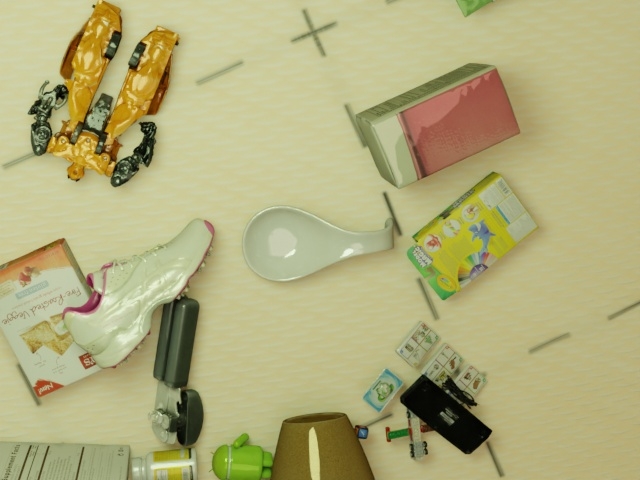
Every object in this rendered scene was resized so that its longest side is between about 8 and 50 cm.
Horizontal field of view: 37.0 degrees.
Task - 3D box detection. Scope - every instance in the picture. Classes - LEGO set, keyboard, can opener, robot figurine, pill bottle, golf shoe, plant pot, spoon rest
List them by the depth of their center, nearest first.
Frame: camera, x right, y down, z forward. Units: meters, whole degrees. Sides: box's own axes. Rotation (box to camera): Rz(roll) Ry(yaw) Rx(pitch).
[{"bbox_3d":[-0.352,-0.233,1.578,0.211,0.085,0.291,23,97,-12],"label":"robot figurine"},{"bbox_3d":[-0.303,0.065,1.606,0.140,0.115,0.306,43,72,-16],"label":"golf shoe"},{"bbox_3d":[0.000,0.000,1.683,0.277,0.084,0.137,-5,102,-9],"label":"spoon rest"},{"bbox_3d":[-0.254,0.231,1.708,0.093,0.074,0.280,-5,107,-43],"label":"can opener"},{"bbox_3d":[0.004,0.444,1.719,0.237,0.237,0.254,-5,88,-8],"label":"plant pot"},{"bbox_3d":[-0.282,0.413,1.734,0.116,0.065,0.065,-3,102,-8],"label":"pill bottle"},{"bbox_3d":[-0.146,0.408,1.753,0.115,0.067,0.101,4,109,-9],"label":"robot figurine"},{"bbox_3d":[0.243,0.314,1.788,0.192,0.038,0.100,41,105,-19],"label":"keyboard"},{"bbox_3d":[0.171,0.298,1.800,0.182,0.060,0.244,42,81,-14],"label":"LEGO set"}]

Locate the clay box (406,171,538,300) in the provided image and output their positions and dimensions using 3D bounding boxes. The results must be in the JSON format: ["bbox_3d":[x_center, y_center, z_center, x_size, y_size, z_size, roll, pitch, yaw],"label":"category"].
[{"bbox_3d":[0.269,-0.007,1.739,0.222,0.053,0.127,-38,105,2],"label":"clay box"}]

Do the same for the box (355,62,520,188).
[{"bbox_3d":[0.197,-0.199,1.638,0.232,0.148,0.126,-25,105,-2],"label":"box"}]

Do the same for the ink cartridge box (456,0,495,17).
[{"bbox_3d":[0.304,-0.479,1.640,0.209,0.062,0.109,-31,105,-1],"label":"ink cartridge box"}]

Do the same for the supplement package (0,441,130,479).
[{"bbox_3d":[-0.485,0.464,1.656,0.293,0.175,0.177,3,102,-9],"label":"supplement package"}]

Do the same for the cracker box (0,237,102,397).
[{"bbox_3d":[-0.463,0.133,1.646,0.156,0.067,0.232,-25,105,-3],"label":"cracker box"}]
